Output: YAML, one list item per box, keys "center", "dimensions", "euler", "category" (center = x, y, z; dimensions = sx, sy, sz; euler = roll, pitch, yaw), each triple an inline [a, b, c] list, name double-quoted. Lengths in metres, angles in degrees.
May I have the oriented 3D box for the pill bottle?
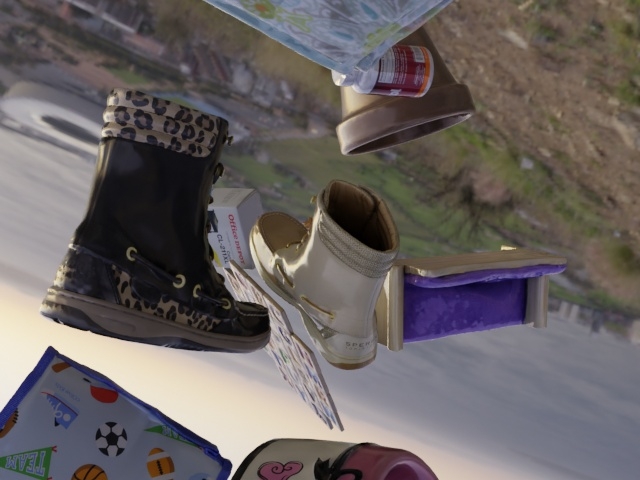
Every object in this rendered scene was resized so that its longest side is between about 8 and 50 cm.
- center: [0.099, -0.277, 1.455]
  dimensions: [0.152, 0.086, 0.086]
  euler: [0, 178, -23]
  category: "pill bottle"

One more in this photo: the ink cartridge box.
- center: [-0.188, -0.023, 1.584]
  dimensions: [0.175, 0.072, 0.127]
  euler: [3, 121, 28]
  category: "ink cartridge box"

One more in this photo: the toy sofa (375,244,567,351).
- center: [0.260, 0.101, 1.600]
  dimensions: [0.363, 0.150, 0.177]
  euler: [-4, -170, -32]
  category: "toy sofa"

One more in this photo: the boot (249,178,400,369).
- center: [0.000, 0.000, 1.082]
  dimensions: [0.095, 0.203, 0.262]
  euler: [-13, -134, -24]
  category: "boot"

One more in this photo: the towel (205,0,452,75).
- center: [-0.029, -0.336, 0.960]
  dimensions: [0.374, 0.090, 0.320]
  euler: [26, 158, -19]
  category: "towel"

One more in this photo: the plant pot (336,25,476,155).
- center: [0.133, -0.304, 1.687]
  dimensions: [0.263, 0.229, 0.263]
  euler: [-17, 178, -1]
  category: "plant pot"

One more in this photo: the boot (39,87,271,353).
- center: [-0.166, -0.010, 1.131]
  dimensions: [0.138, 0.284, 0.377]
  euler: [9, 175, 36]
  category: "boot"

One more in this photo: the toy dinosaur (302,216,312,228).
- center: [0.032, 0.000, 1.441]
  dimensions: [0.112, 0.064, 0.211]
  euler: [50, 164, -20]
  category: "toy dinosaur"

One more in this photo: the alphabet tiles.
- center: [-0.066, 0.190, 1.593]
  dimensions: [0.285, 0.011, 0.342]
  euler: [41, 158, 43]
  category: "alphabet tiles"

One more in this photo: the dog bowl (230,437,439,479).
- center: [0.049, 0.398, 0.937]
  dimensions: [0.150, 0.408, 0.408]
  euler: [-16, 154, 22]
  category: "dog bowl"

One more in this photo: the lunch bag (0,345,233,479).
- center: [-0.348, 0.383, 1.225]
  dimensions: [0.328, 0.385, 0.239]
  euler: [34, 167, -10]
  category: "lunch bag"
